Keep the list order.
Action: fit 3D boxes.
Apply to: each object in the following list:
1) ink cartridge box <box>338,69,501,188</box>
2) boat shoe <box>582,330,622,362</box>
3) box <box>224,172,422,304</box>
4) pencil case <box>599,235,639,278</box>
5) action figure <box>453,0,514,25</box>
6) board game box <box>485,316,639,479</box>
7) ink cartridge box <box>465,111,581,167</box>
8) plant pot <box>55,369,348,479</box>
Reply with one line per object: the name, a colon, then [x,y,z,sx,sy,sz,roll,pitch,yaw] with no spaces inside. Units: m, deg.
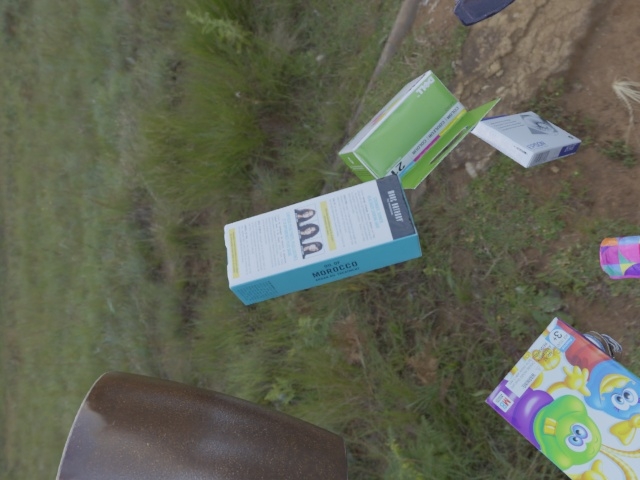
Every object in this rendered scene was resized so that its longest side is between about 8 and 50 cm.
ink cartridge box: [0.146,-0.179,0.862,0.097,0.189,0.255,45,178,-10]
boat shoe: [0.481,0.197,0.927,0.066,0.066,0.183,44,171,40]
box: [0.000,0.000,0.702,0.060,0.244,0.100,63,-167,-56]
pencil case: [0.736,0.034,1.149,0.236,0.104,0.104,-4,92,44]
action figure: [0.129,-0.300,0.513,0.099,0.185,0.285,-39,21,35]
board game box: [0.368,0.239,0.647,0.275,0.142,0.144,41,99,31]
ink cartridge box: [0.491,-0.269,1.324,0.224,0.223,0.045,43,135,34]
plant pot: [-0.094,0.236,0.503,0.215,0.231,0.215,-178,90,-87]
